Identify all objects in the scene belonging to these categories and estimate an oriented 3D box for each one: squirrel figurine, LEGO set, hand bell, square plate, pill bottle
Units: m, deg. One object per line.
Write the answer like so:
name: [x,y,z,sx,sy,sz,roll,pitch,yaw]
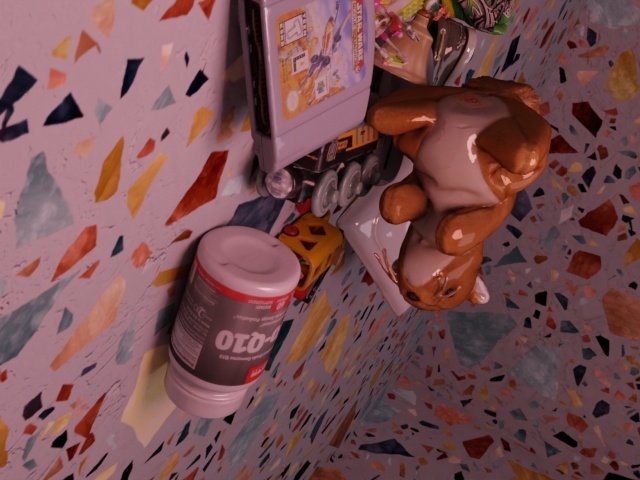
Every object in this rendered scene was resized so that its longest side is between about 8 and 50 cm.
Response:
squirrel figurine: [0.246,-0.074,1.548,0.397,0.280,0.371,-46,145,-54]
LEGO set: [0.138,-0.344,1.403,0.287,0.107,0.132,-25,159,-41]
hand bell: [0.178,-0.392,1.524,0.242,0.126,0.126,-66,163,13]
square plate: [0.229,-0.043,2.079,0.344,0.049,0.347,-47,131,-15]
pill bottle: [-0.146,0.133,1.416,0.161,0.161,0.283,-35,152,-54]

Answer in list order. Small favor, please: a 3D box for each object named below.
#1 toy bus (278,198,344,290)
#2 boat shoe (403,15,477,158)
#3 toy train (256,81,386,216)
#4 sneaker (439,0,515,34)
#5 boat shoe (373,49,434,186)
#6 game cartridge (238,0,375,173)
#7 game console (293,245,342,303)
toy bus: [-0.007,0.009,1.716,0.202,0.104,0.191,-58,164,-3]
boat shoe: [0.192,-0.298,1.787,0.305,0.091,0.109,-60,-153,21]
toy train: [0.015,-0.158,1.444,0.334,0.142,0.190,-28,136,-62]
sneaker: [0.298,-0.481,1.671,0.134,0.146,0.343,-61,163,5]
boat shoe: [0.121,-0.244,1.669,0.109,0.094,0.302,32,73,-39]
game cartridge: [-0.011,-0.250,1.153,0.198,0.062,0.297,-30,135,-30]
game console: [-0.028,0.049,1.894,0.144,0.085,0.124,-59,-165,2]
